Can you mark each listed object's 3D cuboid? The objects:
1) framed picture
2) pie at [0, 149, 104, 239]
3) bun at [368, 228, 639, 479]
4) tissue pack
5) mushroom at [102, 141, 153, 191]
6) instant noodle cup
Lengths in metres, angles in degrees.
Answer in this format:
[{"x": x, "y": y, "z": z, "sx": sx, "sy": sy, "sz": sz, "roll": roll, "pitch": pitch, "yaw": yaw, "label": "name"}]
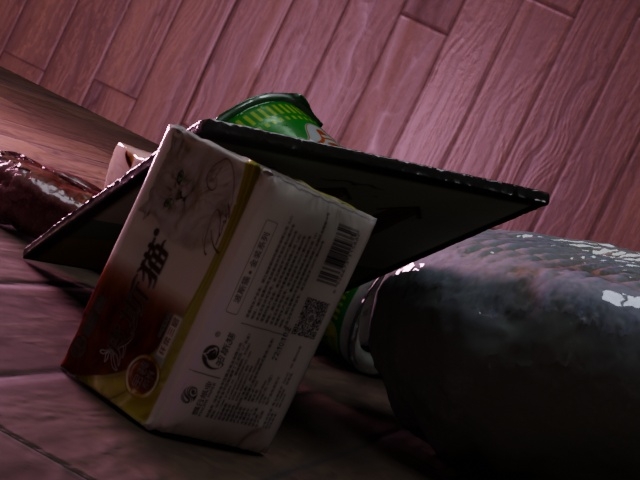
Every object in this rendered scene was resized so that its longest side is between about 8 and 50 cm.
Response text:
[{"x": -0.037, "y": -0.008, "z": 1.051, "sx": 0.244, "sy": 0.013, "sz": 0.324, "roll": 10, "pitch": -18, "yaw": -26, "label": "framed picture"}, {"x": -0.208, "y": -0.021, "z": 1.325, "sx": 0.204, "sy": 0.054, "sz": 0.219, "roll": 26, "pitch": 1, "yaw": 6, "label": "pie"}, {"x": 0.211, "y": 0.104, "z": 1.149, "sx": 0.354, "sy": 0.194, "sz": 0.354, "roll": 8, "pitch": 8, "yaw": -1, "label": "bun"}, {"x": -0.057, "y": 0.027, "z": 0.852, "sx": 0.099, "sy": 0.148, "sz": 0.106, "roll": 28, "pitch": 3, "yaw": 39, "label": "tissue pack"}, {"x": -0.139, "y": -0.030, "z": 1.547, "sx": 0.247, "sy": 0.108, "sz": 0.096, "roll": 35, "pitch": 21, "yaw": -57, "label": "mushroom"}, {"x": 0.000, "y": 0.000, "z": 1.438, "sx": 0.233, "sy": 0.207, "sz": 0.207, "roll": 36, "pitch": 8, "yaw": 33, "label": "instant noodle cup"}]
